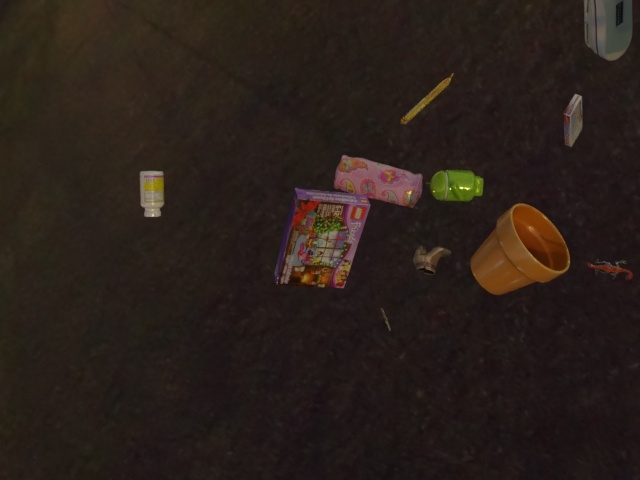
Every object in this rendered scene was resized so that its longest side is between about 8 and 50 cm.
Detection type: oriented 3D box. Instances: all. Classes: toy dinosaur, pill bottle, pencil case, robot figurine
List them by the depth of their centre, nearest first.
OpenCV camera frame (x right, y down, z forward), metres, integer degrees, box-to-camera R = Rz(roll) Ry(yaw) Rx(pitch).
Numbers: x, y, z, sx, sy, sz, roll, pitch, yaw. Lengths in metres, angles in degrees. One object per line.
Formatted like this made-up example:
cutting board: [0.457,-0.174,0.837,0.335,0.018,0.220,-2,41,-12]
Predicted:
pill bottle: [-0.312,-0.087,1.294,0.043,0.043,0.083,12,104,53]
robot figurine: [0.287,-0.117,1.493,0.101,0.115,0.067,-103,14,-75]
toy dinosaur: [0.691,0.074,1.655,0.082,0.090,0.047,18,111,50]
pencil case: [0.187,-0.188,2.232,0.284,0.124,0.124,13,58,5]

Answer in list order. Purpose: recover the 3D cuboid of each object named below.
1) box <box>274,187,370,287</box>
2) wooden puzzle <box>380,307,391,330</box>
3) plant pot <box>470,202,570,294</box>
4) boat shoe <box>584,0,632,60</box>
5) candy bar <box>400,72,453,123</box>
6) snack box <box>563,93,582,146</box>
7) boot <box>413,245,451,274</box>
box: [0.000,0.000,1.907,0.057,0.201,0.293,-109,28,-51]
wooden puzzle: [0.188,0.228,2.007,0.006,0.083,0.049,-22,33,1]
plant pot: [0.495,0.040,1.790,0.188,0.205,0.205,-43,30,40]
boat shoe: [0.548,-0.478,1.340,0.096,0.267,0.088,-33,45,-8]
candy bar: [0.243,-0.320,1.585,0.161,0.018,0.040,-42,-1,-5]
snack box: [0.679,-0.320,1.876,0.022,0.178,0.064,30,83,28]
boot: [0.324,0.060,2.018,0.042,0.119,0.087,104,170,-53]
